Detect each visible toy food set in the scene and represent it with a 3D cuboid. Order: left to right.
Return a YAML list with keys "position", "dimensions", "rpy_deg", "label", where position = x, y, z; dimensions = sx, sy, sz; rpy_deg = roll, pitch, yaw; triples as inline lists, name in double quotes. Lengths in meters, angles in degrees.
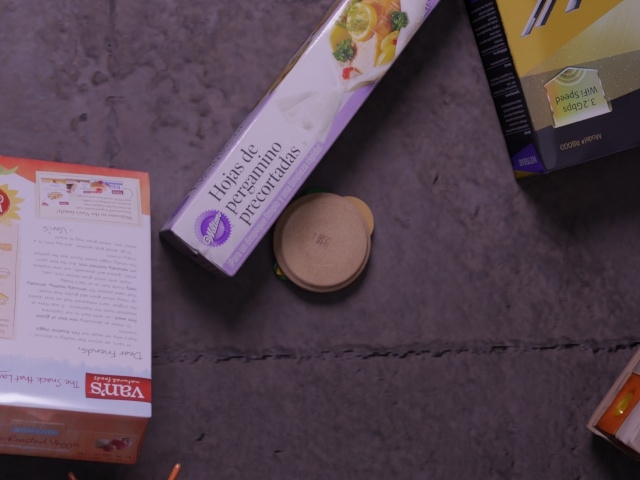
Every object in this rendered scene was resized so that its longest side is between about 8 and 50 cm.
- position: [0.000, 0.000, 1.538]
  dimensions: [0.082, 0.020, 0.083]
  rpy_deg: [12, 85, -12]
  label: "toy food set"

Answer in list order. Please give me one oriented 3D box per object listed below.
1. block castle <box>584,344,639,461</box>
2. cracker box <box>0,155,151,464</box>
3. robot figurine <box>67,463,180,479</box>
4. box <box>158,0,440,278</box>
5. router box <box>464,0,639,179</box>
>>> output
- position: [0.405, 0.148, 1.414]
  dimensions: [0.303, 0.453, 0.213]
  rpy_deg: [35, 88, -9]
  label: "block castle"
- position: [-0.205, 0.046, 1.402]
  dimensions: [0.156, 0.067, 0.232]
  rpy_deg: [7, 48, -13]
  label: "cracker box"
- position: [-0.144, 0.279, 1.438]
  dimensions: [0.158, 0.128, 0.219]
  rpy_deg: [-3, 88, 24]
  label: "robot figurine"
- position: [-0.004, -0.115, 1.519]
  dimensions: [0.063, 0.067, 0.324]
  rpy_deg: [38, 81, -8]
  label: "box"
- position: [0.276, -0.208, 1.580]
  dimensions: [0.309, 0.081, 0.243]
  rpy_deg: [-17, 92, -13]
  label: "router box"
